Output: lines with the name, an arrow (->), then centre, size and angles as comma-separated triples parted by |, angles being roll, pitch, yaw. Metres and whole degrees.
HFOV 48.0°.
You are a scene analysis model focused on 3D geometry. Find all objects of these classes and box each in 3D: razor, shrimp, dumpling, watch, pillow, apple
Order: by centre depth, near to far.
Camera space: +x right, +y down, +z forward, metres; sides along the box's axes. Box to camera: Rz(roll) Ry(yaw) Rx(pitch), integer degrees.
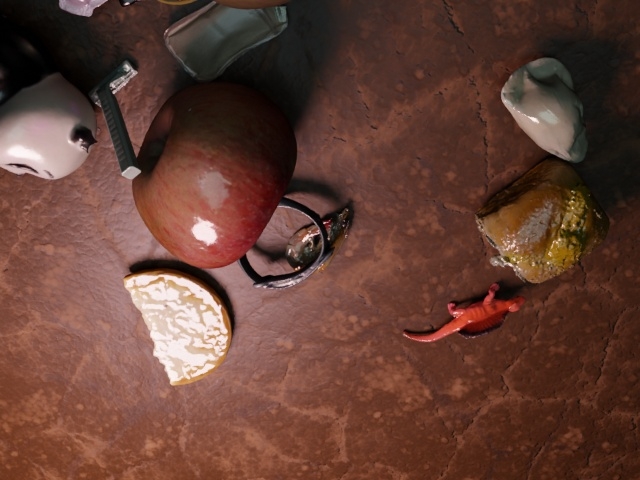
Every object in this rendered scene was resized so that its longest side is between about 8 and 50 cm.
razor -> -0.376, -0.222, 1.328 | 0.111, 0.277, 0.056 | -36, 140, 16
apple -> -0.206, -0.128, 1.334 | 0.269, 0.344, 0.344 | 30, 113, -14
pillow -> -0.176, -0.399, 1.354 | 0.233, 0.038, 0.130 | -32, 112, 15
dumpling -> 0.447, -0.256, 1.381 | 0.229, 0.124, 0.151 | 42, 73, -23
watch -> -0.087, 0.012, 1.513 | 0.193, 0.068, 0.206 | 41, 109, 1
shrimp -> 0.000, 0.000, 1.543 | 0.101, 0.042, 0.190 | 39, 112, -8

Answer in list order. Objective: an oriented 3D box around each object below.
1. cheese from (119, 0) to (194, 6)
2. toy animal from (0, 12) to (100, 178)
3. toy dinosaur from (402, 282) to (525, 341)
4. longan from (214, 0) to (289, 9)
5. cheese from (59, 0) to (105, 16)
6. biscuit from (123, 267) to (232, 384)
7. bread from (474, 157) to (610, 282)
cheese -> -0.298, -0.467, 1.325 | 0.163, 0.036, 0.086 | -16, 117, 9
toy animal -> -0.559, -0.252, 1.325 | 0.310, 0.251, 0.251 | 38, 111, -21
toy dinosaur -> 0.316, 0.190, 1.574 | 0.286, 0.139, 0.070 | -25, 112, 13
longan -> -0.084, -0.520, 1.162 | 0.350, 0.288, 0.288 | -24, 113, -1
cheese -> -0.418, -0.529, 1.287 | 0.135, 0.052, 0.244 | 14, 105, -8
biscuit -> -0.306, 0.186, 1.637 | 0.205, 0.040, 0.308 | -14, 115, 8
bread -> 0.444, -0.022, 1.449 | 0.246, 0.176, 0.195 | -38, 107, 17
